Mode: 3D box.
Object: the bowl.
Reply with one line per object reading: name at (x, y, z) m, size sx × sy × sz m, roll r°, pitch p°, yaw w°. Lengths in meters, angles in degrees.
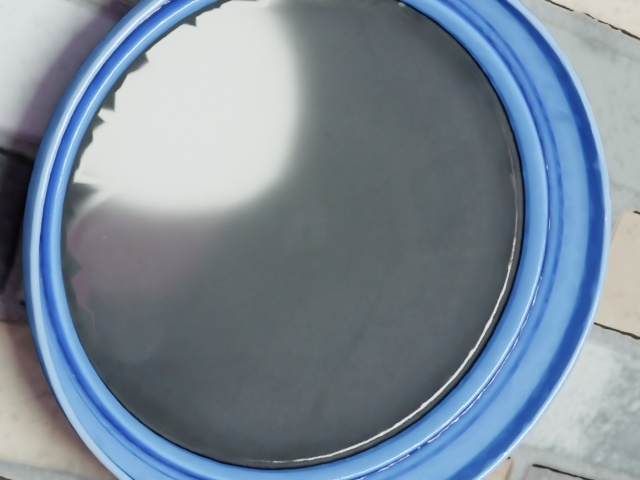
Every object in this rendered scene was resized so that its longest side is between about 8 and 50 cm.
bowl at (0.000, 0.000, 0.991) m, size 0.391 × 0.077 × 0.391 m, roll -5°, pitch 103°, yaw -20°
